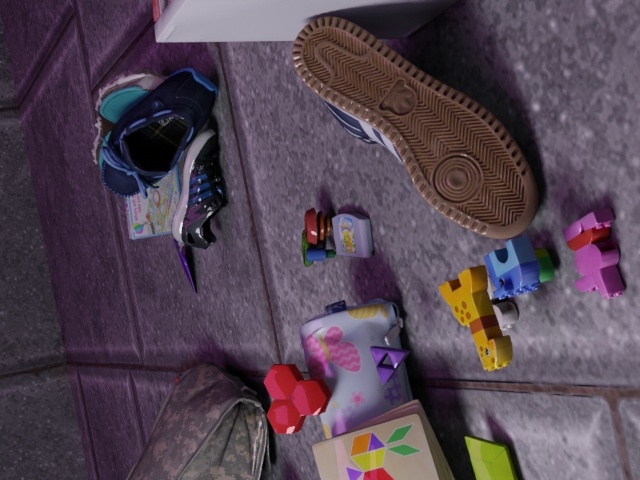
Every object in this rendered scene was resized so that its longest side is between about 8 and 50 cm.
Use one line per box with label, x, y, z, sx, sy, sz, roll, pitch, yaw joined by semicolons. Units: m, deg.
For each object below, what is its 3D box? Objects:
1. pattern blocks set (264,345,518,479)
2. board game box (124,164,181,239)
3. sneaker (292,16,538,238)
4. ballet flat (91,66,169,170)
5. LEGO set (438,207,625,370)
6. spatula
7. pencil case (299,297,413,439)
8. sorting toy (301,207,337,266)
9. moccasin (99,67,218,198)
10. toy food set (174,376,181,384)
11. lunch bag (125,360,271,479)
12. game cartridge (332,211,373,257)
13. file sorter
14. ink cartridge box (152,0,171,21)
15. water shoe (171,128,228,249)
pattern blocks set;0.075;0.276;1.050;0.285;0.026;0.324;-13;81;25
board game box;-0.315;-0.086;1.826;0.026;0.103;0.154;15;113;63
sneaker;0.101;-0.106;0.966;0.282;0.099;0.153;42;-175;12
ballet flat;-0.347;-0.246;1.816;0.409;0.147;0.147;-37;66;61
LEGO set;0.177;0.061;0.880;0.227;0.087;0.093;-45;59;62
spatula;-0.243;-0.031;1.782;0.084;0.030;0.296;-124;34;-44
pencil case;0.064;0.206;1.141;0.113;0.124;0.273;62;-167;-78
sorting toy;0.000;0.000;1.289;0.102;0.042;0.061;98;167;-58
moccasin;-0.297;-0.163;1.632;0.342;0.138;0.116;-45;20;48
toy food set;-0.287;0.324;2.020;0.083;0.020;0.082;50;142;46
lunch bag;-0.195;0.362;1.658;0.287;0.169;0.235;-65;24;-2
game cartridge;0.039;-0.008;1.223;0.083;0.017;0.056;3;98;64
file sorter;-0.006;-0.300;0.910;0.193;0.278;0.173;159;103;-64
ink cartridge box;-0.156;-0.345;1.380;0.198;0.115;0.067;22;118;61
water shoe;-0.186;-0.084;1.620;0.080;0.073;0.203;21;111;14
